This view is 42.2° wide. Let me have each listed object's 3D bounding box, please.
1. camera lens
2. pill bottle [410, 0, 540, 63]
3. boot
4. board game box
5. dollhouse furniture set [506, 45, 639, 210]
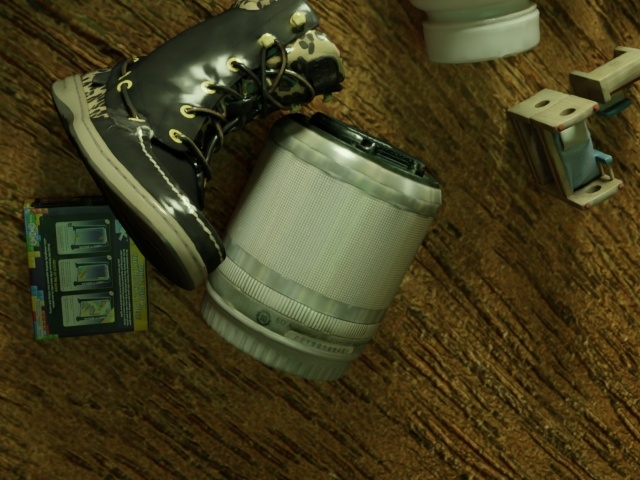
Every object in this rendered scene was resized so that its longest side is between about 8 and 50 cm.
[{"bbox_3d":[0.000,0.000,0.994,0.219,0.219,0.274,22,101,-22],"label":"camera lens"},{"bbox_3d":[0.169,-0.358,0.952,0.161,0.161,0.283,-15,112,-11],"label":"pill bottle"},{"bbox_3d":[-0.104,-0.129,0.851,0.284,0.377,0.138,-30,127,-10],"label":"boot"},{"bbox_3d":[-0.284,0.031,1.017,0.141,0.048,0.170,-4,109,-17],"label":"board game box"},{"bbox_3d":[0.375,-0.151,1.101,0.183,0.129,0.129,-30,114,-5],"label":"dollhouse furniture set"}]
